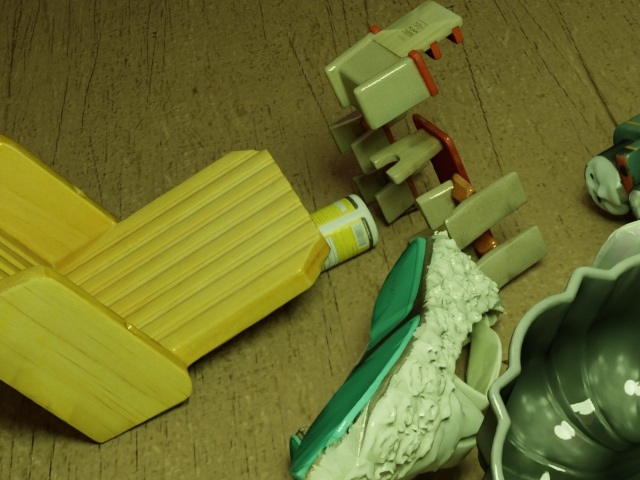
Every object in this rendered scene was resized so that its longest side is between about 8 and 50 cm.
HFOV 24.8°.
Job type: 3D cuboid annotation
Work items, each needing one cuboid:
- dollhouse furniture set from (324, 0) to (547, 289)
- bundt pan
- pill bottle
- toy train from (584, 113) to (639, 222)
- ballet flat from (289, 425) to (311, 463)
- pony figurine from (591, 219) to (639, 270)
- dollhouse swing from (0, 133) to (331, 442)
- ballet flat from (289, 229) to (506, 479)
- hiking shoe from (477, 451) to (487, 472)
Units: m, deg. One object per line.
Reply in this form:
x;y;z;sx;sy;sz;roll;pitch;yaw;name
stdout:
0.121;-0.104;1.537;0.135;0.259;0.262;-34;36;-9;dollhouse furniture set
0.257;0.179;1.054;0.330;0.124;0.331;7;61;-12;bundt pan
0.000;0.000;1.614;0.116;0.065;0.065;-25;33;-13;pill bottle
0.437;-0.111;1.528;0.334;0.142;0.190;-30;22;-16;toy train
0.033;0.222;1.258;0.067;0.073;0.206;-10;33;-16;ballet flat
0.404;-0.018;1.245;0.302;0.351;0.363;-26;53;-11;pony figurine
-0.222;-0.023;1.541;0.305;0.315;0.347;-45;32;8;dollhouse swing
0.095;0.118;1.281;0.147;0.147;0.409;-5;24;19;ballet flat
0.197;0.154;1.238;0.132;0.113;0.304;-7;33;14;hiking shoe
